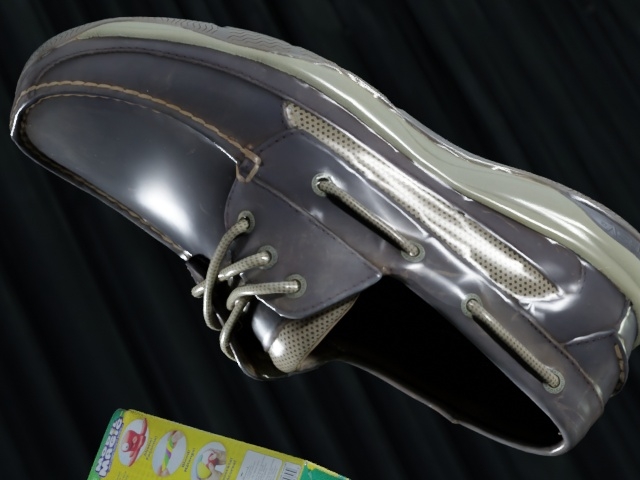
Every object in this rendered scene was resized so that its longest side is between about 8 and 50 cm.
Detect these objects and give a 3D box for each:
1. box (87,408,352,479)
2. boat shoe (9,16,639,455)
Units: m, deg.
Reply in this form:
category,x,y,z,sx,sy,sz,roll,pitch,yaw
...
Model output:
category,x,y,z,sx,sy,sz,roll,pitch,yaw
box,-0.069,0.152,0.970,0.043,0.105,0.179,29,167,-40
boat shoe,0.000,0.000,0.948,0.132,0.355,0.130,109,3,-55
